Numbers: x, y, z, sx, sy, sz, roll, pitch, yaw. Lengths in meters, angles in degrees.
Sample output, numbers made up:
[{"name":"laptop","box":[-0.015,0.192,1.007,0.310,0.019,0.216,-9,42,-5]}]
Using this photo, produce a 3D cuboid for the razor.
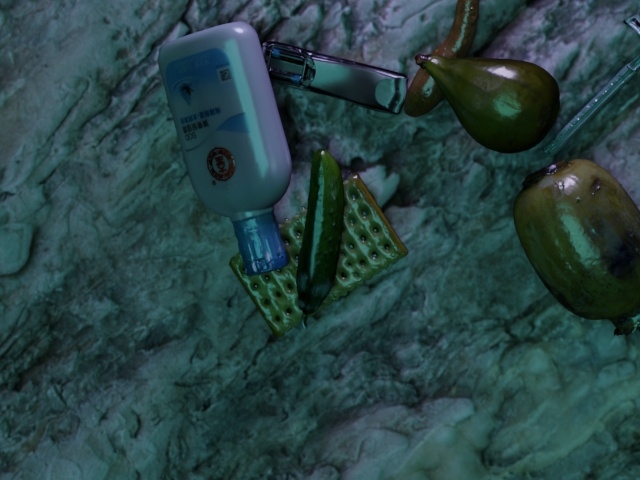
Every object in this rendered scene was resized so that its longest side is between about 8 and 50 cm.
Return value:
[{"name":"razor","box":[0.363,-0.185,1.936,0.211,0.036,0.084,-49,60,24]}]

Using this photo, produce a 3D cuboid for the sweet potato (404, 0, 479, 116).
[{"name":"sweet potato","box":[0.169,-0.255,1.970,0.050,0.050,0.214,29,102,10]}]

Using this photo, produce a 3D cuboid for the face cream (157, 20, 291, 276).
[{"name":"face cream","box":[-0.116,-0.119,2.048,0.163,0.080,0.337,-11,96,34]}]

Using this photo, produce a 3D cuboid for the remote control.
[{"name":"remote control","box":[0.015,-0.219,2.027,0.212,0.028,0.059,15,101,14]}]

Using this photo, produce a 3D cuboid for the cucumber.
[{"name":"cucumber","box":[0.000,0.000,2.042,0.056,0.056,0.250,11,102,14]}]

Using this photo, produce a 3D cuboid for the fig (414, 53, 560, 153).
[{"name":"fig","box":[0.211,-0.175,1.928,0.184,0.133,0.127,7,116,20]}]

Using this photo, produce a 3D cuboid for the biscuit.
[{"name":"biscuit","box":[-0.007,0.022,2.085,0.231,0.016,0.139,-33,91,19]}]

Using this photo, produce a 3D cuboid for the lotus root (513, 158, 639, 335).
[{"name":"lotus root","box":[0.353,0.024,1.917,0.154,0.154,0.278,-30,95,19]}]
